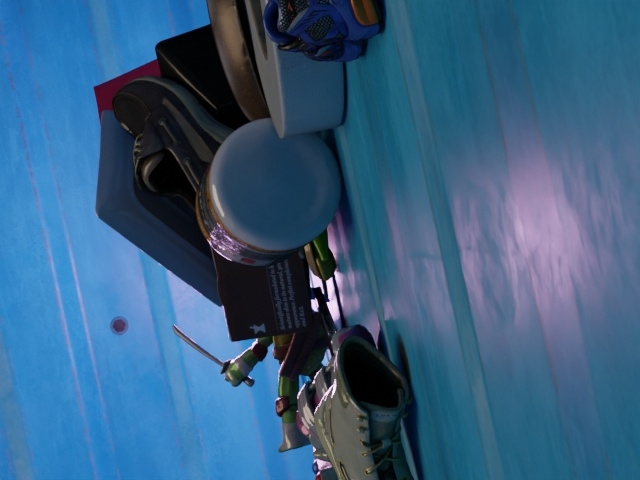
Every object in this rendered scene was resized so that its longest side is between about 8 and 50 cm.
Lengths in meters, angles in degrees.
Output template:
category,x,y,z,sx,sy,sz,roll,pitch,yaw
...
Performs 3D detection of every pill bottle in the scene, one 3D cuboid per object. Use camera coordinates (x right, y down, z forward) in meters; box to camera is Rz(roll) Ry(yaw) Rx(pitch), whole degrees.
category,x,y,z,sx,sy,sz,roll,pitch,yaw
pill bottle,-0.075,-0.051,1.581,0.278,0.162,0.162,145,113,-76

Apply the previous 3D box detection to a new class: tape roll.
category,x,y,z,sx,sy,sz,roll,pitch,yaw
tape roll,-0.049,-0.308,1.352,0.392,0.072,0.392,169,90,-86

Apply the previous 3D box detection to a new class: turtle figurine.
category,x,y,z,sx,sy,sz,roll,pitch,yaw
turtle figurine,-0.059,0.217,2.092,0.198,0.274,0.266,-1,-108,-60

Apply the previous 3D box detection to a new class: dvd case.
category,x,y,z,sx,sy,sz,roll,pitch,yaw
dvd case,0.033,0.200,1.894,0.164,0.018,0.221,-113,7,-66

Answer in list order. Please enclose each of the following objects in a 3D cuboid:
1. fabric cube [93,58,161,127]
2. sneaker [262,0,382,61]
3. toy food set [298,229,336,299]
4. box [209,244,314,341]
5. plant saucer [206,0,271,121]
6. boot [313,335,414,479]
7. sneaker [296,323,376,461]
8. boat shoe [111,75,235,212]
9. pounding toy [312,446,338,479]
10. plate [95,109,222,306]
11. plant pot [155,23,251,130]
category,x,y,z,sx,sy,sz,roll,pitch,yaw
fabric cube,-0.240,-0.190,2.347,0.254,0.258,0.259,36,-143,-60
sneaker,-0.007,-0.192,1.040,0.221,0.087,0.083,162,97,-85
toy food set,0.000,0.000,1.810,0.192,0.038,0.132,62,-161,-66
box,-0.094,-0.029,1.965,0.381,0.143,0.191,-93,-5,-59
plant saucer,-0.095,-0.280,1.661,0.310,0.050,0.310,-12,-90,-79
boot,0.064,0.220,1.294,0.213,0.077,0.165,60,156,28
sneaker,0.026,0.199,1.483,0.252,0.111,0.103,83,173,-47
boat shoe,-0.220,-0.137,1.840,0.355,0.130,0.132,33,147,40
pounding toy,0.025,0.442,2.180,0.130,0.100,0.141,-116,14,-73
plate,-0.241,-0.062,1.979,0.278,0.045,0.277,41,-155,-33
plant pot,-0.127,-0.221,1.925,0.167,0.187,0.188,52,158,43
